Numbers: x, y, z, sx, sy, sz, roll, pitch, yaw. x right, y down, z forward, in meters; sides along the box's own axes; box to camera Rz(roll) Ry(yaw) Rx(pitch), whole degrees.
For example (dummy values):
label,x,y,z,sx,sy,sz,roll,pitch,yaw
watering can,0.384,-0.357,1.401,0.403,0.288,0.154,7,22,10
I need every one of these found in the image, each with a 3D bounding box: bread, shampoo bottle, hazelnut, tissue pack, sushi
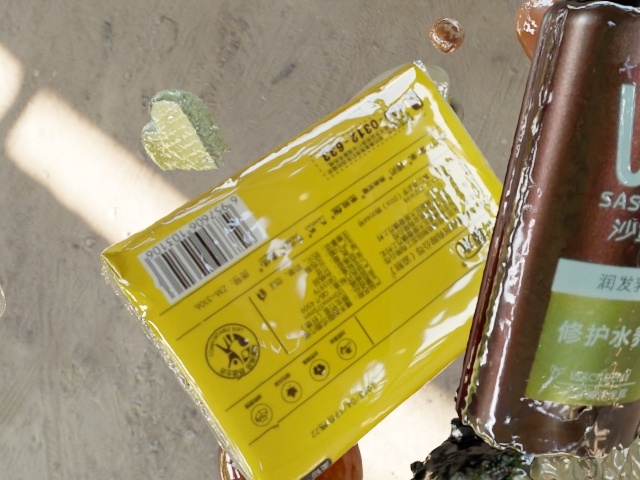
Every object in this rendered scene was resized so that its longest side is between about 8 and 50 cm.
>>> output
label,x,y,z,sx,sy,sz,roll,pitch,yaw
bread,-0.250,-0.200,1.209,0.172,0.232,0.064,28,60,-7
shampoo bottle,0.167,-0.034,0.364,0.129,0.084,0.323,5,108,-12
hazelnut,0.306,-0.495,1.535,0.086,0.086,0.086,-1,88,25
tissue pack,0.004,0.038,0.689,0.381,0.228,0.293,-35,90,-17
sushi,0.254,0.295,0.713,0.170,0.349,0.211,-18,75,51

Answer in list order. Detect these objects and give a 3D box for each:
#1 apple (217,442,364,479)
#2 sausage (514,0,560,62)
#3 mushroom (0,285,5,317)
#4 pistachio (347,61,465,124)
label,x,y,z,sx,sy,sz,roll,pitch,yaw
apple,-0.041,0.351,0.974,0.229,0.230,0.230,-1,88,25
sausage,0.265,-0.163,0.624,0.194,0.077,0.077,46,107,2
mushroom,-0.458,0.108,0.764,0.212,0.088,0.097,-41,66,6
pistachio,0.116,-0.170,1.054,0.288,0.166,0.197,-47,42,-5
